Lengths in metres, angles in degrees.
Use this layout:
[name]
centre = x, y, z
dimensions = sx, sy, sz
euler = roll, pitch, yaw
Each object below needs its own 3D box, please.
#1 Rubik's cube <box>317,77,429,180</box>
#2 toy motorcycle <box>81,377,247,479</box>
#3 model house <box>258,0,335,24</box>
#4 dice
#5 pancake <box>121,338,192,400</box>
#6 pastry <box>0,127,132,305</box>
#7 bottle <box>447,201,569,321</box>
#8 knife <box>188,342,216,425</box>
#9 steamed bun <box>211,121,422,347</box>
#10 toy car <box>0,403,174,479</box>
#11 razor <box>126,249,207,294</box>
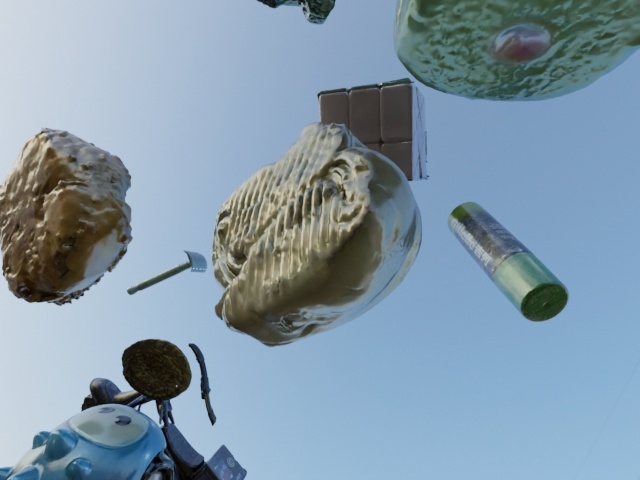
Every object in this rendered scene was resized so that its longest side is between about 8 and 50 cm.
[Rubik's cube]
centre = 0.141, -0.254, 1.028
dimensions = 0.224, 0.231, 0.222
euler = 0, -82, 22
[toy motorcycle]
centre = -0.333, 0.402, 0.846
dimensions = 0.212, 0.125, 0.359
euler = -42, -95, 7
[model house]
centre = -0.089, -0.590, 0.794
dimensions = 0.240, 0.226, 0.261
euler = -7, -24, -20
[dice]
centre = 0.289, -0.415, 0.579
dimensions = 0.321, 0.331, 0.318
euler = 11, -13, 0
[pancake]
centre = -0.256, 0.202, 0.642
dimensions = 0.114, 0.011, 0.115
euler = 1, -77, 3
[pastry]
centre = -0.443, -0.042, 0.734
dimensions = 0.255, 0.162, 0.311
euler = -32, -116, 16
[bottle]
centre = 0.364, 0.028, 0.839
dimensions = 0.093, 0.330, 0.093
euler = -3, -61, -6
[knife]
centre = -0.313, 0.382, 1.109
dimensions = 0.021, 0.045, 0.222
euler = -24, -103, 19
[steamed bun]
centre = 0.003, 0.007, 0.627
dimensions = 0.324, 0.310, 0.219
euler = -43, -51, 17
[toy car]
centre = -0.355, 0.351, 0.591
dimensions = 0.188, 0.255, 0.190
euler = 15, -43, 30
[razor]
centre = -0.455, 0.100, 1.195
dimensions = 0.231, 0.106, 0.068
euler = -23, -98, 3
